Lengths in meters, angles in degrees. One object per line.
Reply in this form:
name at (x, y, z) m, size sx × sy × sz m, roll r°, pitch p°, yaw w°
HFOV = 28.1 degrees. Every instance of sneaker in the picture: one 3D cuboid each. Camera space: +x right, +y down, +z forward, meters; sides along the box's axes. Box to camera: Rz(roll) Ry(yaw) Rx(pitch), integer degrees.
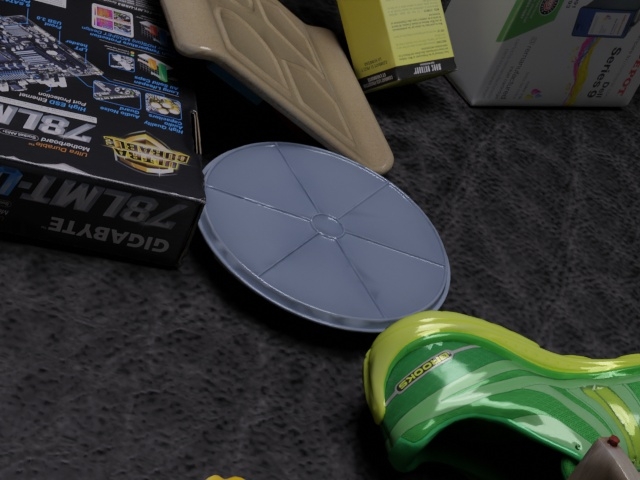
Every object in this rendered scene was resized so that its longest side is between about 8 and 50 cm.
sneaker at (0.167, 0.134, 0.823) m, size 0.295 × 0.109 × 0.123 m, roll 11°, pitch 48°, yaw -10°

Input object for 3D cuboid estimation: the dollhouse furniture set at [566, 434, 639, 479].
dollhouse furniture set at (0.218, 0.216, 0.711) m, size 0.129 × 0.129 × 0.184 m, roll 2°, pitch 41°, yaw -28°

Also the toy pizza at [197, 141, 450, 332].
toy pizza at (0.000, 0.000, 0.939) m, size 0.201 × 0.032 × 0.201 m, roll 17°, pitch 37°, yaw -13°

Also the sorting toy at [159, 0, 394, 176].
sorting toy at (-0.064, -0.192, 1.086) m, size 0.229 × 0.041 × 0.307 m, roll 29°, pitch 28°, yaw -40°

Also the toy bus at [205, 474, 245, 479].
toy bus at (-0.039, 0.179, 0.541) m, size 0.220 × 0.211 × 0.149 m, roll 34°, pitch 38°, yaw 15°

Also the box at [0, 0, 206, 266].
box at (-0.237, -0.124, 0.923) m, size 0.295 × 0.073 × 0.293 m, roll 11°, pitch 39°, yaw -20°

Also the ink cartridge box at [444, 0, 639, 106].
ink cartridge box at (0.235, -0.215, 1.242) m, size 0.212 × 0.154 × 0.093 m, roll -4°, pitch 45°, yaw -34°

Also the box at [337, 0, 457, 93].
box at (0.052, -0.254, 1.152) m, size 0.087 × 0.058 × 0.232 m, roll -18°, pitch 95°, yaw -42°
